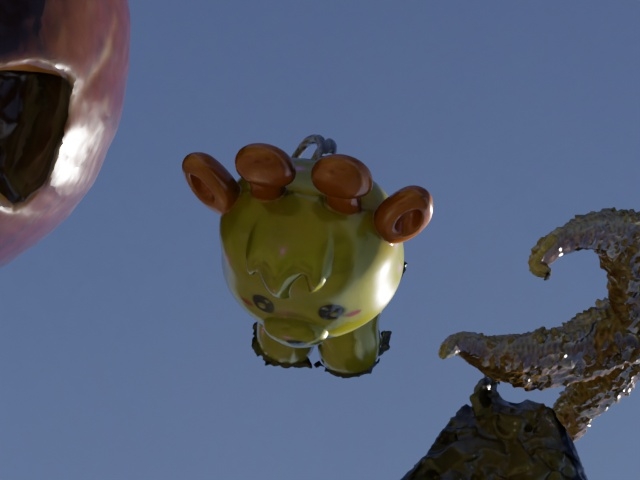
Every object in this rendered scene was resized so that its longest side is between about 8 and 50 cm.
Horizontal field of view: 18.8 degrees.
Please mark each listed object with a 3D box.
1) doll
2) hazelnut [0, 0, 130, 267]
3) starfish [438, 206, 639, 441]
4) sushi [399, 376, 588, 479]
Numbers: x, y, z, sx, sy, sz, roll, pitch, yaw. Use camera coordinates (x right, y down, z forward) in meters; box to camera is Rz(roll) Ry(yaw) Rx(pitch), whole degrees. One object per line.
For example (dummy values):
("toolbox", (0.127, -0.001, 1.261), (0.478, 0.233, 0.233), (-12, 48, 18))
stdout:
("doll", (0.000, 0.000, 1.138), (0.143, 0.135, 0.221), (10, -24, 11))
("hazelnut", (-0.332, -0.165, 1.308), (0.429, 0.402, 0.402), (28, -50, 13))
("starfish", (0.212, 0.064, 1.329), (0.060, 0.299, 0.302), (47, -20, 32))
("sushi", (0.103, 0.208, 1.293), (0.147, 0.212, 0.115), (39, -27, 23))
